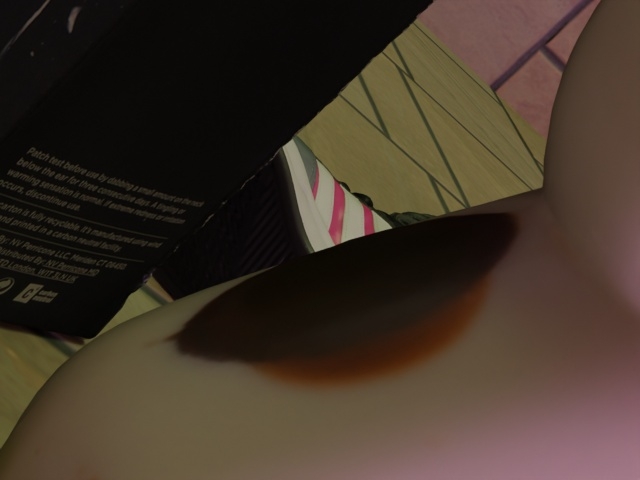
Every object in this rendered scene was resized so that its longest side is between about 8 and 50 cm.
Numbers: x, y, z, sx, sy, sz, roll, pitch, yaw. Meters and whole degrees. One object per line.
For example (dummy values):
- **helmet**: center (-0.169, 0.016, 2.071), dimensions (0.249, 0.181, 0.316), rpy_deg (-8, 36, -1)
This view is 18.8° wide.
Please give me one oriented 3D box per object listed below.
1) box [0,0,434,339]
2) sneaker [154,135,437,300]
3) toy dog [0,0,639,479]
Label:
- **box**: center (-0.130, -0.189, 0.878), dimensions (0.343, 0.312, 0.179), rpy_deg (53, 15, 25)
- **sneaker**: center (0.000, 0.000, 1.126), dimensions (0.295, 0.124, 0.178), rpy_deg (55, 19, 1)
- **toy dog**: center (0.093, 0.052, 0.661), dimensions (0.395, 0.408, 0.284), rpy_deg (45, 13, -8)
